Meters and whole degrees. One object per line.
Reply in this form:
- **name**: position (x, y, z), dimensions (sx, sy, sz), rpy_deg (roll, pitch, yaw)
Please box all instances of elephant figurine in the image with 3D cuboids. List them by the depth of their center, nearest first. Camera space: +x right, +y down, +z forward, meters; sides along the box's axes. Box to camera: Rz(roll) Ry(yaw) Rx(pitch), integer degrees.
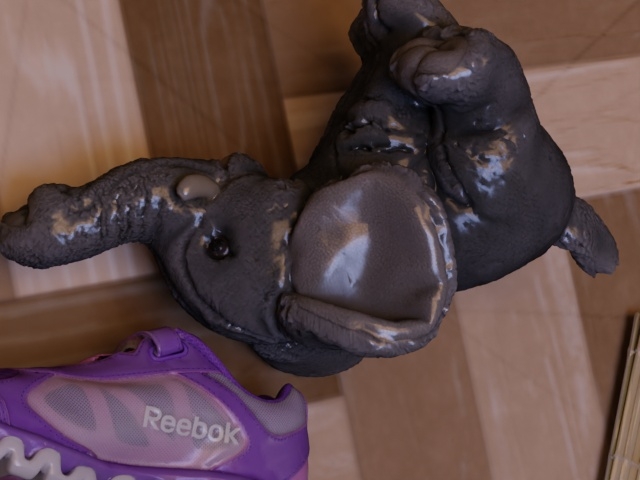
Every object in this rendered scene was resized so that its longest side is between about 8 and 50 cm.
- **elephant figurine**: position (0.000, 0.000, 0.731), dimensions (0.239, 0.186, 0.169), rpy_deg (-45, 145, -14)

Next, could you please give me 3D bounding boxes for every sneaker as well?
- **sneaker**: position (-0.099, 0.086, 0.690), dimensions (0.236, 0.095, 0.104), rpy_deg (22, 66, -27)

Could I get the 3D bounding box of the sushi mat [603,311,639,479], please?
- **sushi mat**: position (0.219, 0.210, 0.860), dimensions (0.151, 0.019, 0.316), rpy_deg (21, 74, -23)
